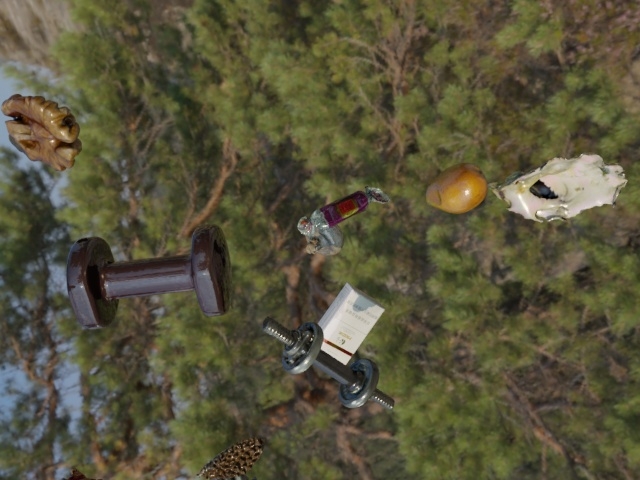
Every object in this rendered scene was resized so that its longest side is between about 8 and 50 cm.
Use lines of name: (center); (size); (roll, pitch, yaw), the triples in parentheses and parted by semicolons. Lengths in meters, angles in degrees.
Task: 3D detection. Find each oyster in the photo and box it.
oyster: (0.407, -0.093, 1.173); (0.133, 0.209, 0.072); (44, -141, -20)

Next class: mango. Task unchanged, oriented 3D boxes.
mango: (0.293, -0.113, 1.480); (0.089, 0.115, 0.165); (38, 177, -17)

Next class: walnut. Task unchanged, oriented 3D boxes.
walnut: (-0.497, -0.202, 1.246); (0.170, 0.069, 0.143); (21, 129, 22)

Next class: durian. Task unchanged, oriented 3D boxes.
durian: (-0.154, 0.365, 1.160); (0.052, 0.130, 0.066); (63, 174, -17)

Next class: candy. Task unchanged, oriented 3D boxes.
candy: (0.041, -0.053, 1.199); (0.045, 0.175, 0.043); (61, 167, 11)

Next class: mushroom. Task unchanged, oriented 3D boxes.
mushroom: (0.000, 0.000, 1.321); (0.085, 0.079, 0.085); (27, 144, 21)

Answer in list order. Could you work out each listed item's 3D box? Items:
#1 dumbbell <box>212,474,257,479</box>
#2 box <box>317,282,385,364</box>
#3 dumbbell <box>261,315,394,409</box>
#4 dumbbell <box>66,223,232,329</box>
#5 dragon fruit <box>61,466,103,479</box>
dumbbell: (-0.226, 0.457, 1.187); (0.110, 0.254, 0.110); (27, 122, 57)
box: (0.041, 0.164, 1.277); (0.084, 0.154, 0.040); (32, -172, -27)
dumbbell: (0.016, 0.183, 1.006); (0.254, 0.081, 0.081); (37, -175, -24)
dumbbell: (-0.247, 0.053, 1.016); (0.124, 0.225, 0.140); (-90, -6, -62)
dragon fruit: (-0.468, 0.520, 1.364); (0.068, 0.112, 0.126); (-35, 32, 45)
